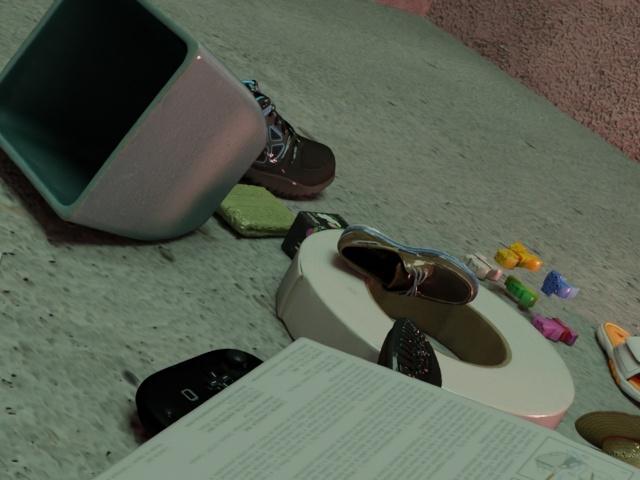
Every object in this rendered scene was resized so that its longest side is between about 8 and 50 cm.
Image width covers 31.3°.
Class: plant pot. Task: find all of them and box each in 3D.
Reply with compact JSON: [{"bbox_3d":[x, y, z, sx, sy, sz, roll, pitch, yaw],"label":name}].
[{"bbox_3d":[-0.211,-0.146,1.396,0.248,0.247,0.252,43,8,35],"label":"plant pot"}]

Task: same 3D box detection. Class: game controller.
[{"bbox_3d":[-0.021,0.211,1.018,0.319,0.067,0.166,37,22,25],"label":"game controller"}]

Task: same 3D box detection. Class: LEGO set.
[{"bbox_3d":[0.309,0.061,1.776,0.093,0.087,0.227,5,29,-48],"label":"LEGO set"}]

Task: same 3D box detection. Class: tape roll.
[{"bbox_3d":[0.131,0.120,1.426,0.392,0.072,0.392,24,21,-10],"label":"tape roll"}]

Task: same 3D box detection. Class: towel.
[{"bbox_3d":[-0.094,-0.041,1.585,0.110,0.027,0.148,40,22,27],"label":"towel"}]

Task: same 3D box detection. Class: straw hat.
[{"bbox_3d":[0.378,0.267,1.395,0.144,0.144,0.061,24,59,-10],"label":"straw hat"}]

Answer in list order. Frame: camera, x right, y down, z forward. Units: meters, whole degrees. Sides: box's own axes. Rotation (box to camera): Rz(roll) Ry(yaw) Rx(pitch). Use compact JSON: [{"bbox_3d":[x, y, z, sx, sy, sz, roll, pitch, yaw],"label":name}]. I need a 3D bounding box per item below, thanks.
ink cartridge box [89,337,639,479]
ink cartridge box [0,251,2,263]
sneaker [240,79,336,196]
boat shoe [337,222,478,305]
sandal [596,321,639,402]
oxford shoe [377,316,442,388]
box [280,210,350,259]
[{"bbox_3d":[0.058,0.218,0.833,0.385,0.091,0.308,19,27,27],"label":"ink cartridge box"},{"bbox_3d":[-0.397,0.038,0.975,0.224,0.045,0.223,21,21,-16],"label":"ink cartridge box"},{"bbox_3d":[-0.090,-0.158,1.710,0.341,0.139,0.125,9,26,-44],"label":"sneaker"},{"bbox_3d":[0.103,0.041,1.398,0.183,0.066,0.066,20,24,7],"label":"boat shoe"},{"bbox_3d":[0.495,0.175,1.754,0.102,0.076,0.265,22,21,-16],"label":"sandal"},{"bbox_3d":[0.066,0.165,1.166,0.083,0.096,0.227,47,32,-20],"label":"oxford shoe"},{"bbox_3d":[0.000,0.000,1.555,0.083,0.062,0.052,5,31,-48],"label":"box"}]
